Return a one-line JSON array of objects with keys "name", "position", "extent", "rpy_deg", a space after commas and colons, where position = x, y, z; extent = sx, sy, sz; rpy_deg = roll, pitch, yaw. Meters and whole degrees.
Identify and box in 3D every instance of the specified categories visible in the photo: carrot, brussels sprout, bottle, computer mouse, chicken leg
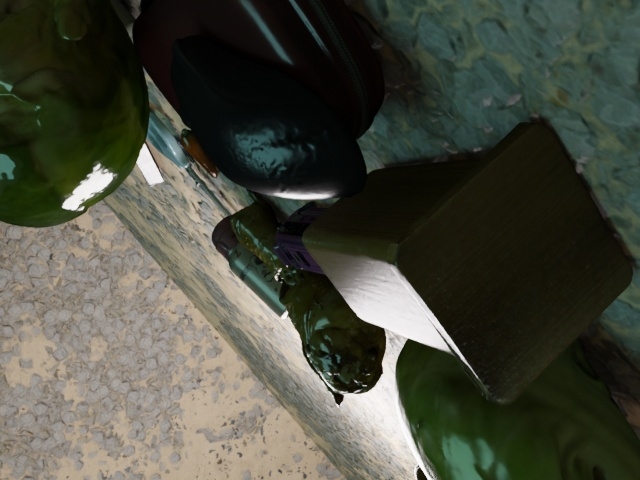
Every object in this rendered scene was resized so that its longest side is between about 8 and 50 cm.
[{"name": "carrot", "position": [-0.231, -0.164, 1.357], "extent": [0.035, 0.035, 0.142], "rpy_deg": [30, 160, 40]}, {"name": "brussels sprout", "position": [-0.373, -0.202, 0.918], "extent": [0.315, 0.275, 0.372], "rpy_deg": [95, 162, -80]}, {"name": "brussels sprout", "position": [0.227, 0.220, 0.850], "extent": [0.328, 0.247, 0.328], "rpy_deg": [45, 179, 1]}, {"name": "bottle", "position": [-0.120, 0.044, 1.425], "extent": [0.233, 0.110, 0.110], "rpy_deg": [43, 161, 11]}, {"name": "computer mouse", "position": [-0.075, -0.112, 0.717], "extent": [0.264, 0.088, 0.147], "rpy_deg": [34, 155, 34]}, {"name": "chicken leg", "position": [-0.031, 0.090, 1.284], "extent": [0.429, 0.152, 0.201], "rpy_deg": [52, 154, 9]}]

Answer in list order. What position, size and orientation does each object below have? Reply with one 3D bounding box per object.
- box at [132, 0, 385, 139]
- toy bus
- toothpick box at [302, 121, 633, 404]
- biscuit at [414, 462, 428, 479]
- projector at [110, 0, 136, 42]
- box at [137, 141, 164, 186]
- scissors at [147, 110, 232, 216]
[{"name": "box", "position": [-0.087, -0.209, 0.829], "extent": [0.263, 0.108, 0.404], "rpy_deg": [54, 160, -21]}, {"name": "toy bus", "position": [0.000, 0.000, 1.092], "extent": [0.087, 0.098, 0.178], "rpy_deg": [53, 161, -21]}, {"name": "toothpick box", "position": [0.121, 0.013, 0.751], "extent": [0.187, 0.190, 0.308], "rpy_deg": [51, 166, -16]}, {"name": "biscuit", "position": [0.301, 0.408, 1.122], "extent": [0.368, 0.076, 0.394], "rpy_deg": [38, -174, 0]}, {"name": "projector", "position": [-0.436, -0.328, 1.134], "extent": [0.177, 0.242, 0.163], "rpy_deg": [51, 159, -9]}, {"name": "box", "position": [-0.414, -0.209, 1.619], "extent": [0.218, 0.039, 0.055], "rpy_deg": [79, 166, -59]}, {"name": "scissors", "position": [-0.268, -0.144, 1.487], "extent": [0.360, 0.029, 0.191], "rpy_deg": [47, 166, -10]}]
